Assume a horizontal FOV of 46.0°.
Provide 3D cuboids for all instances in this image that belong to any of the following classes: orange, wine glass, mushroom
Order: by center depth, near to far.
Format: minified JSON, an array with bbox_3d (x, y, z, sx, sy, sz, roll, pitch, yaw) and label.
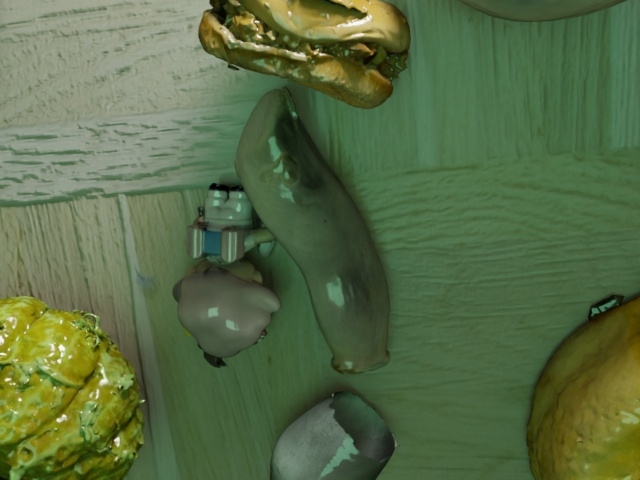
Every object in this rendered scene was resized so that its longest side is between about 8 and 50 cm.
[{"bbox_3d":[0.002,0.000,0.855,0.109,0.097,0.351,-33,109,-24],"label":"mushroom"},{"bbox_3d":[-0.360,0.221,0.906,0.301,0.223,0.300,15,113,2],"label":"orange"},{"bbox_3d":[-0.023,0.300,0.937,0.126,0.126,0.241,38,109,-5],"label":"wine glass"}]

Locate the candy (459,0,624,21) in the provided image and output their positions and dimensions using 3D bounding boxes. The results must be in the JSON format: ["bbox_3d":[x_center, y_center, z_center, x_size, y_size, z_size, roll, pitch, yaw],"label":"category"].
[{"bbox_3d":[0.259,-0.393,0.637,0.427,0.186,0.386,-13,86,22],"label":"candy"}]

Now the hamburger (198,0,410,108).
[{"bbox_3d":[-0.015,-0.200,0.747,0.214,0.214,0.108,15,105,2],"label":"hamburger"}]

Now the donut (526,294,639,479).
[{"bbox_3d":[0.429,0.265,0.850,0.378,0.163,0.435,16,109,4],"label":"donut"}]

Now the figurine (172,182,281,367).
[{"bbox_3d":[-0.110,0.048,0.883,0.137,0.112,0.228,6,97,10],"label":"figurine"}]
